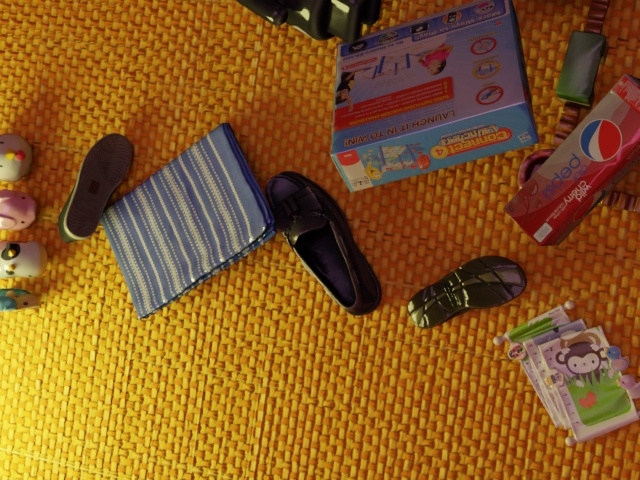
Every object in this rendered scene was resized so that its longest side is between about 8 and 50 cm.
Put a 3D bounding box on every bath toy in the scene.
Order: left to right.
[{"bbox_3d":[-0.603,-0.038,1.919,0.152,0.129,0.348,-5,87,18],"label":"bath toy"}]

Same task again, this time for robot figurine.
[{"bbox_3d":[-0.027,-0.456,1.714,0.278,0.209,0.173,34,110,18],"label":"robot figurine"}]

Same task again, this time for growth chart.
[{"bbox_3d":[0.422,0.218,1.651,0.172,0.021,0.237,-35,80,13],"label":"growth chart"}]

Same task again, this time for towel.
[{"bbox_3d":[-0.250,-0.035,1.824,0.336,0.040,0.243,-33,69,20],"label":"towel"}]

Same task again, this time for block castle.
[{"bbox_3d":[0.508,-0.245,1.528,0.303,0.213,0.453,17,94,17],"label":"block castle"}]

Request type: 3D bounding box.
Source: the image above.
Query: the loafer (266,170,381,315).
[{"bbox_3d":[0.000,0.000,1.745,0.109,0.095,0.302,-38,79,15],"label":"loafer"}]

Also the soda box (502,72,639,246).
[{"bbox_3d":[0.389,-0.111,1.434,0.083,0.092,0.263,49,115,21],"label":"soda box"}]

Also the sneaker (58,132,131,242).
[{"bbox_3d":[-0.440,-0.100,1.896,0.083,0.118,0.222,31,70,-21],"label":"sneaker"}]

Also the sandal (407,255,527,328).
[{"bbox_3d":[0.250,0.090,1.690,0.219,0.060,0.090,-31,74,29],"label":"sandal"}]

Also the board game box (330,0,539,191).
[{"bbox_3d":[0.178,-0.243,1.604,0.308,0.086,0.301,-14,43,17],"label":"board game box"}]
